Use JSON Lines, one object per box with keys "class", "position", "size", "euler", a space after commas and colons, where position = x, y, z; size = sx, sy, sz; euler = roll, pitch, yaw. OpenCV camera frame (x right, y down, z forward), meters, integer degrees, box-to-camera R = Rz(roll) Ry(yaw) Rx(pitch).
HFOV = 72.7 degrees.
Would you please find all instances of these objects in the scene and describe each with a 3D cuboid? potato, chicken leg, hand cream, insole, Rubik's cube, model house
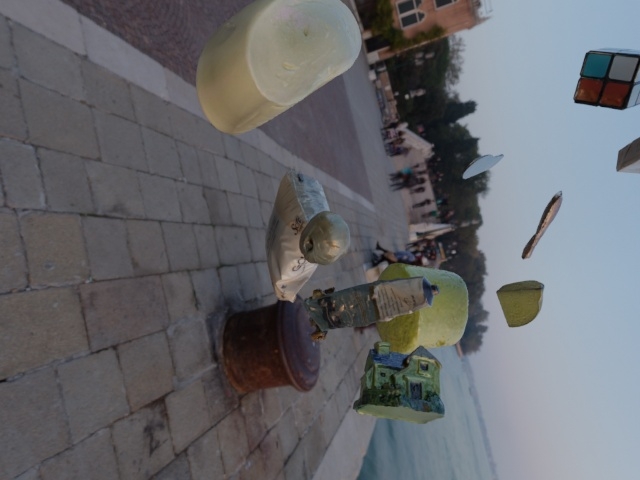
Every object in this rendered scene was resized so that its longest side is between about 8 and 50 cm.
{"class": "potato", "position": [0.619, 0.188, 1.296], "size": [0.081, 0.149, 0.120], "euler": [-22, 93, -36]}
{"class": "chicken leg", "position": [0.006, 0.189, 1.148], "size": [0.101, 0.085, 0.207], "euler": [43, 27, -7]}
{"class": "hand cream", "position": [0.088, 0.110, 0.766], "size": [0.052, 0.247, 0.075], "euler": [-28, 99, -59]}
{"class": "insole", "position": [0.527, -0.247, 1.405], "size": [0.309, 0.110, 0.012], "euler": [-21, 66, -48]}
{"class": "Rubik's cube", "position": [1.021, -0.564, 1.508], "size": [0.167, 0.183, 0.180], "euler": [-23, 125, -35]}
{"class": "model house", "position": [0.206, 0.365, 1.150], "size": [0.195, 0.214, 0.189], "euler": [99, 1, -58]}

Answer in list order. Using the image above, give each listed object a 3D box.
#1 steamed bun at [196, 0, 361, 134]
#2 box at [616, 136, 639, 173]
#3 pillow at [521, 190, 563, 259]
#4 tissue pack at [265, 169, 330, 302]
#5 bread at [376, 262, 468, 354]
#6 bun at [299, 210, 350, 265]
{"class": "steamed bun", "position": [-0.132, -0.531, 1.241], "size": [0.456, 0.371, 0.290], "euler": [-47, 115, -34]}
{"class": "box", "position": [0.632, -0.150, 0.670], "size": [0.365, 0.204, 0.051], "euler": [7, 91, -72]}
{"class": "pillow", "position": [0.630, -0.042, 1.235], "size": [0.135, 0.034, 0.211], "euler": [-25, 139, -61]}
{"class": "tissue pack", "position": [-0.092, -0.022, 1.621], "size": [0.376, 0.195, 0.390], "euler": [-64, -151, 30]}
{"class": "bread", "position": [0.387, 0.267, 1.695], "size": [0.348, 0.307, 0.348], "euler": [-174, -90, -70]}
{"class": "bun", "position": [0.000, 0.000, 1.308], "size": [0.113, 0.173, 0.166], "euler": [-11, 44, -46]}
